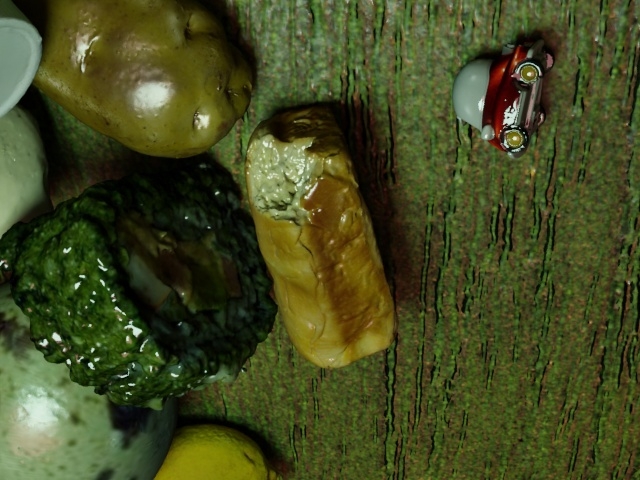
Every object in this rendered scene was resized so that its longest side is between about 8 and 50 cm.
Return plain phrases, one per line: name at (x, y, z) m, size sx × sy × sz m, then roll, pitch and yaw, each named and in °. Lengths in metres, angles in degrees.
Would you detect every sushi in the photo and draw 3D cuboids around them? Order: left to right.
sushi at (-0.212, 0.064, 1.337) m, size 0.178 × 0.352 × 0.294 m, roll -25°, pitch 85°, yaw 30°

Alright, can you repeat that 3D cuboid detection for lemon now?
lemon at (-0.187, 0.391, 1.681) m, size 0.256 × 0.188 × 0.188 m, roll 0°, pitch 126°, yaw -1°

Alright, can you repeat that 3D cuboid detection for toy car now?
toy car at (0.215, -0.179, 1.254) m, size 0.112 × 0.112 × 0.139 m, roll 16°, pitch 118°, yaw 19°

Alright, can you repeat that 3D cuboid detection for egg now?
egg at (-0.376, 0.243, 1.516) m, size 0.345 × 0.345 × 0.428 m, roll 2°, pitch 129°, yaw 10°

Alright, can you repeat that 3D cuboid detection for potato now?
potato at (-0.260, -0.238, 1.269) m, size 0.369 × 0.176 × 0.195 m, roll 29°, pitch 152°, yaw -5°

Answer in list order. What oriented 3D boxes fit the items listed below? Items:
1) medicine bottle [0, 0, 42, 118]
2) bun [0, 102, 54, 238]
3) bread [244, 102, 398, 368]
medicine bottle at (-0.505, -0.292, 1.161) m, size 0.371 × 0.211 × 0.211 m, roll 44°, pitch 126°, yaw 11°
bun at (-0.524, -0.109, 1.368) m, size 0.362 × 0.234 × 0.326 m, roll 9°, pitch 122°, yaw 15°
bread at (-0.006, 0.000, 1.365) m, size 0.149 × 0.195 × 0.344 m, roll -18°, pitch 122°, yaw -1°
